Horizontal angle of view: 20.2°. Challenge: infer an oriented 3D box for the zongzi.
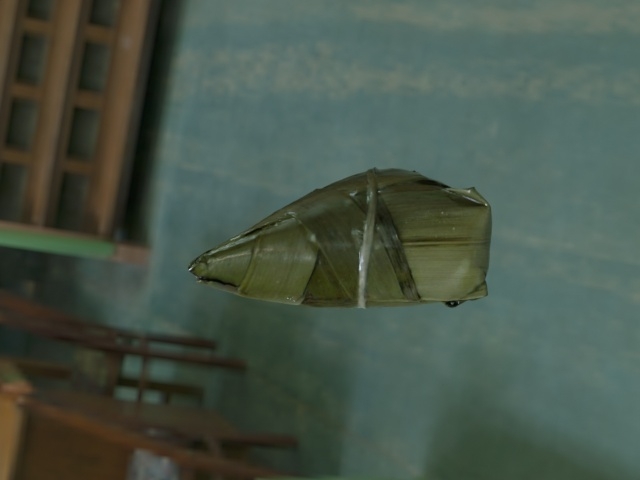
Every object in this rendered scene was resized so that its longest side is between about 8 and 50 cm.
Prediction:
[{"bbox_3d":[0.000,0.000,1.057,0.160,0.176,0.078,-155,59,-78],"label":"zongzi"}]
